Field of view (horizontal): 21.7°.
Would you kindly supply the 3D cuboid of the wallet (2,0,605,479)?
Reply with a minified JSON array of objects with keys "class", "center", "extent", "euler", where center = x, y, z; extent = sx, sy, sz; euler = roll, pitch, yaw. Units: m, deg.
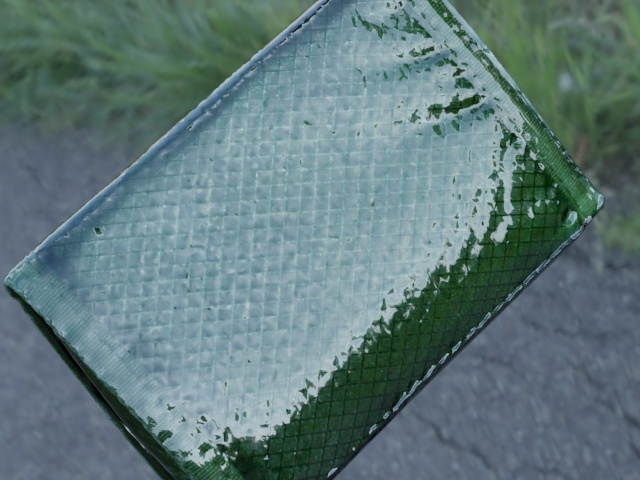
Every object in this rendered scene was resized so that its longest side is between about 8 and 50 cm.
[{"class":"wallet","center":[-0.001,0.000,0.727],"extent":[0.236,0.160,0.055],"euler":[-43,13,-21]}]
